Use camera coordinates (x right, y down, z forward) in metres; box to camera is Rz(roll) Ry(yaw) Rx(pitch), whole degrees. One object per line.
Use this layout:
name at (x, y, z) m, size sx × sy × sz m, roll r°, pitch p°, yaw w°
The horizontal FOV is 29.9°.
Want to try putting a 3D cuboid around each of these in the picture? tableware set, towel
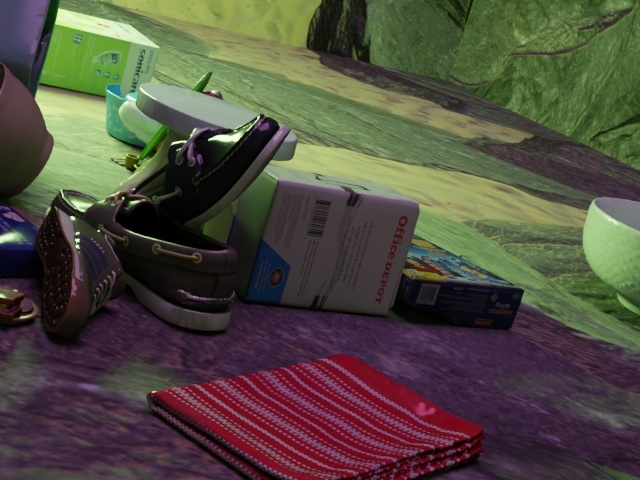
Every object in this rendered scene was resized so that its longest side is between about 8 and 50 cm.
tableware set at (-0.237, -0.117, 1.841) m, size 0.154 × 0.024 × 0.104 m, roll 2°, pitch 21°, yaw -46°
towel at (0.005, 0.162, 1.080) m, size 0.198 × 0.031 × 0.274 m, roll 26°, pitch 17°, yaw 34°

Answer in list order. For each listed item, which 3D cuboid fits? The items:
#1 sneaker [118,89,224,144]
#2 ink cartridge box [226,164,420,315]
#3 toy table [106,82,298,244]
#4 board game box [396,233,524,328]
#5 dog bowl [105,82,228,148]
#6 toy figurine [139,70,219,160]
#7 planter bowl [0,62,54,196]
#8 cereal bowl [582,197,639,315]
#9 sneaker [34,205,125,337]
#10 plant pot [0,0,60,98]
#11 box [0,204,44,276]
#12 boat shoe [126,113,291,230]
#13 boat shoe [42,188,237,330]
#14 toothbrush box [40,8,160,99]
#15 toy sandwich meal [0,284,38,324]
sneaker at (-0.198, -0.189, 1.872) m, size 0.232 × 0.115 × 0.090 m, roll 19°, pitch 16°, yaw 0°
ink cartridge box at (0.000, 0.000, 1.432) m, size 0.203 × 0.148 × 0.086 m, roll 9°, pitch 14°, yaw -32°
toy table at (-0.159, -0.099, 1.597) m, size 0.252 × 0.161 × 0.274 m, roll 7°, pitch 17°, yaw -32°
board game box at (0.132, 0.046, 1.583) m, size 0.194 × 0.060 × 0.194 m, roll 8°, pitch 16°, yaw -35°
dog bowl at (-0.258, -0.211, 2.065) m, size 0.165 × 0.074 × 0.297 m, roll 22°, pitch 16°, yaw 19°
toy figurine at (-0.153, -0.136, 1.764) m, size 0.159 × 0.173 × 0.130 m, roll 39°, pitch 24°, yaw -6°
planter bowl at (-0.398, -0.121, 1.467) m, size 0.109 × 0.162 × 0.162 m, roll 40°, pitch 0°, yaw -33°
cereal bowl at (0.566, 0.055, 1.875) m, size 0.338 × 0.141 × 0.339 m, roll 15°, pitch 14°, yaw -4°
sneaker at (-0.229, 0.037, 1.192) m, size 0.086 × 0.064 × 0.192 m, roll 26°, pitch 21°, yaw -30°
plant pot at (-0.493, -0.299, 1.608) m, size 0.252 × 0.248 × 0.247 m, roll 13°, pitch -26°, yaw -12°
box at (-0.385, -0.003, 1.243) m, size 0.225 × 0.037 × 0.136 m, roll 1°, pitch 22°, yaw -44°
boat shoe at (-0.138, -0.073, 1.351) m, size 0.091 × 0.302 × 0.114 m, roll 45°, pitch 50°, yaw -8°
boat shoe at (-0.199, -0.001, 1.326) m, size 0.305 × 0.091 × 0.109 m, roll 29°, pitch 19°, yaw 39°
toothbrush box at (-0.481, -0.367, 2.300) m, size 0.283 × 0.122 × 0.206 m, roll 10°, pitch 16°, yaw -28°
toy sandwich meal at (-0.305, 0.053, 1.133) m, size 0.085 × 0.029 × 0.085 m, roll 16°, pitch 15°, yaw -4°
